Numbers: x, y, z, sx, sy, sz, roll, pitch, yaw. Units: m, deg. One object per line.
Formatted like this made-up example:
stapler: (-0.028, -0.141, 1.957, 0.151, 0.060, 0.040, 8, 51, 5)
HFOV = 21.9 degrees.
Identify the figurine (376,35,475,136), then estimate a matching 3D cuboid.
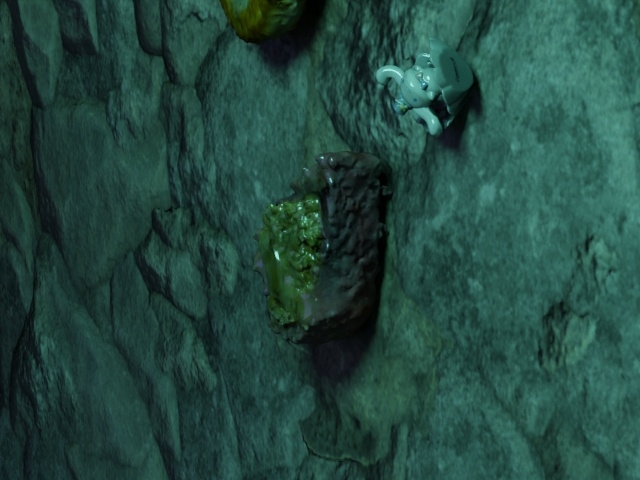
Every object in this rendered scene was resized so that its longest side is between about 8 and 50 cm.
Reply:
figurine: (0.104, -0.143, 1.594, 0.086, 0.082, 0.094, -23, 72, 37)

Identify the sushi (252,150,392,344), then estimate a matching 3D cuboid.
sushi: (0.005, 0.019, 1.775, 0.241, 0.107, 0.161, -44, 60, 53)

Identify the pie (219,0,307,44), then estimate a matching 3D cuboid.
pie: (-0.079, -0.370, 1.860, 0.315, 0.092, 0.315, 170, 90, -70)
